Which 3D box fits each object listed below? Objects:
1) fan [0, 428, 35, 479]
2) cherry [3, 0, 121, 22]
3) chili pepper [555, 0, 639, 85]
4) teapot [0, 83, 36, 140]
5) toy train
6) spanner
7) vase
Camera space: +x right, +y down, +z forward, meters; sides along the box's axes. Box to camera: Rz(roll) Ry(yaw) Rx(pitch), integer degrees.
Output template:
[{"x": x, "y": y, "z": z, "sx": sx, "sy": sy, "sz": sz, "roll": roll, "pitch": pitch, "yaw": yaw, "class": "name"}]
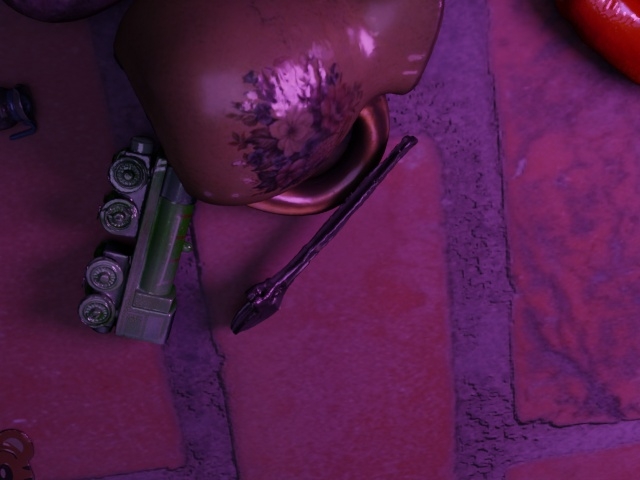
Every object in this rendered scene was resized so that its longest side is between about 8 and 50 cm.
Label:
[{"x": -0.461, "y": 0.355, "z": 1.048, "sx": 0.152, "sy": 0.008, "sz": 0.227, "roll": 0, "pitch": 107, "yaw": -3, "class": "fan"}, {"x": -0.257, "y": -0.310, "z": 0.769, "sx": 0.176, "sy": 0.140, "sz": 0.176, "roll": -11, "pitch": 115, "yaw": -24, "class": "cherry"}, {"x": 0.390, "y": -0.233, "z": 0.857, "sx": 0.368, "sy": 0.092, "sz": 0.137, "roll": 22, "pitch": 88, "yaw": -16, "class": "chili pepper"}, {"x": -0.367, "y": -0.140, "z": 0.865, "sx": 0.083, "sy": 0.049, "sz": 0.064, "roll": -10, "pitch": 108, "yaw": 1, "class": "teapot"}, {"x": -0.210, "y": 0.004, "z": 0.907, "sx": 0.119, "sy": 0.085, "sz": 0.251, "roll": 15, "pitch": 109, "yaw": -13, "class": "toy train"}, {"x": 0.000, "y": 0.000, "z": 0.902, "sx": 0.325, "sy": 0.093, "sz": 0.026, "roll": -46, "pitch": 74, "yaw": 15, "class": "spanner"}, {"x": -0.026, "y": -0.155, "z": 0.807, "sx": 0.302, "sy": 0.241, "sz": 0.329, "roll": -28, "pitch": 136, "yaw": -7, "class": "vase"}]
